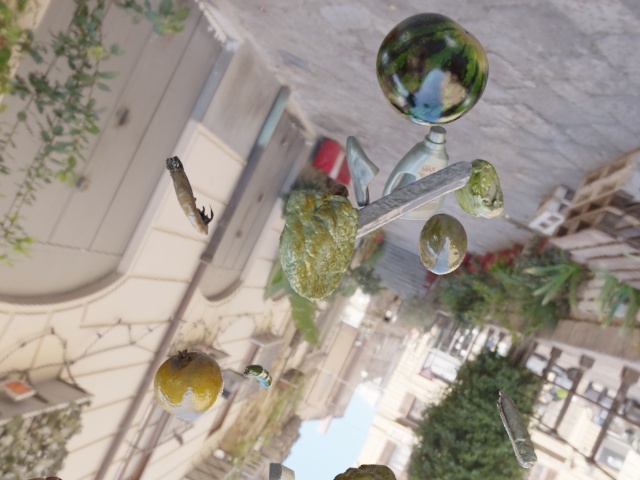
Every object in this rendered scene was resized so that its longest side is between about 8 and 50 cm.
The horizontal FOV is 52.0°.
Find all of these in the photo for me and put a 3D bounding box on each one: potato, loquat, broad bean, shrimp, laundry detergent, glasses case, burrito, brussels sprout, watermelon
[{"bbox_3d":[0.408,0.015,2.206,0.160,0.177,0.235,16,147,0],"label":"potato"},{"bbox_3d":[-0.392,0.430,1.971,0.208,0.207,0.208,25,178,1],"label":"loquat"},{"bbox_3d":[-0.184,0.407,1.975,0.052,0.052,0.256,30,167,16],"label":"broad bean"},{"bbox_3d":[-0.326,-0.111,1.660,0.219,0.046,0.152,65,-173,14],"label":"shrimp"},{"bbox_3d":[0.399,-0.271,2.611,0.264,0.397,0.124,2,-140,-13],"label":"laundry detergent"},{"bbox_3d":[-0.134,0.828,2.300,0.047,0.070,0.205,-4,153,10],"label":"glasses case"},{"bbox_3d":[0.430,0.412,1.444,0.058,0.045,0.188,75,180,-45],"label":"burrito"},{"bbox_3d":[0.479,-0.152,1.978,0.132,0.183,0.145,-7,172,-22],"label":"brussels sprout"},{"bbox_3d":[0.261,-0.392,1.526,0.269,0.268,0.269,25,178,1],"label":"watermelon"}]

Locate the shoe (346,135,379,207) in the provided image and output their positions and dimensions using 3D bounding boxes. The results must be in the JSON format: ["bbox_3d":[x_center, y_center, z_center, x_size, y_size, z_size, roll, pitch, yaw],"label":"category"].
[{"bbox_3d":[0.116,-0.182,1.713,0.078,0.195,0.079,-6,-163,11],"label":"shoe"}]

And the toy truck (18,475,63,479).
[{"bbox_3d":[-0.772,0.719,1.655,0.240,0.264,0.189,-2,-158,-2],"label":"toy truck"}]

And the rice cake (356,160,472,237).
[{"bbox_3d":[0.221,-0.101,1.725,0.064,0.399,0.070,63,177,17],"label":"rice cake"}]

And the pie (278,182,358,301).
[{"bbox_3d":[-0.001,0.009,1.469,0.106,0.256,0.274,4,-168,31],"label":"pie"}]

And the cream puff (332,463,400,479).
[{"bbox_3d":[0.101,0.667,1.530,0.282,0.281,0.185,27,179,-42],"label":"cream puff"}]
